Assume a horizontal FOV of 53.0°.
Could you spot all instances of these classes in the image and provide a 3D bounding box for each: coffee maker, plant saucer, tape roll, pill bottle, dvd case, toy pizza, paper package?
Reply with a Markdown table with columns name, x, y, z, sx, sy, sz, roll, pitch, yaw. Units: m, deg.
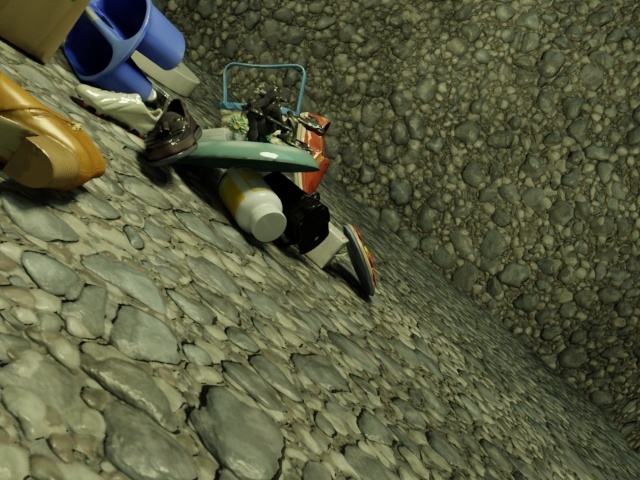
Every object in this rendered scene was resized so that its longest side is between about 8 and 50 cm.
| name | x | y | z | sx | sy | sz | roll | pitch | yaw |
| --- | --- | --- | --- | --- | --- | --- | --- | --- | --- |
| coffee maker | -0.069 | -0.084 | 1.477 | 0.120 | 0.171 | 0.178 | -20 | 47 | -42 |
| plant saucer | -0.158 | -0.188 | 1.446 | 0.318 | 0.043 | 0.317 | 3 | 2 | 0 |
| tape roll | -0.604 | -0.657 | 2.274 | 0.392 | 0.072 | 0.392 | 38 | 10 | -8 |
| pill bottle | -0.144 | -0.078 | 1.368 | 0.103 | 0.103 | 0.184 | 30 | 15 | -44 |
| dvd case | -0.467 | -0.408 | 1.736 | 0.119 | 0.013 | 0.087 | 40 | -27 | -7 |
| toy pizza | 0.106 | 0.047 | 1.653 | 0.201 | 0.032 | 0.201 | 160 | -90 | -84 |
| paper package | -0.586 | -0.587 | 1.342 | 0.168 | 0.325 | 0.309 | 28 | 17 | -48 |

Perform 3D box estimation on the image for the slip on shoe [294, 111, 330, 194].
| name | x | y | z | sx | sy | sz | roll | pitch | yaw |
| --- | --- | --- | --- | --- | --- | --- | --- | --- | --- |
| slip on shoe | -0.024 | -0.221 | 1.911 | 0.101 | 0.331 | 0.123 | 4 | -11 | 3 |

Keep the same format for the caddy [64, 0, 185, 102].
| name | x | y | z | sx | sy | sz | roll | pitch | yaw |
| --- | --- | --- | --- | --- | --- | --- | --- | --- | --- |
| caddy | -0.476 | -0.475 | 1.503 | 0.179 | 0.241 | 0.341 | 38 | 8 | -48 |

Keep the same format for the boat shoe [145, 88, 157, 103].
| name | x | y | z | sx | sy | sz | roll | pitch | yaw |
| --- | --- | --- | --- | --- | --- | --- | --- | --- | --- |
| boat shoe | -0.499 | -0.410 | 1.699 | 0.142 | 0.049 | 0.040 | 37 | -23 | -8 |

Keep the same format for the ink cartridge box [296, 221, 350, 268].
| name | x | y | z | sx | sy | sz | roll | pitch | yaw |
| --- | --- | --- | --- | --- | --- | --- | --- | --- | --- |
| ink cartridge box | 0.000 | 0.000 | 1.591 | 0.143 | 0.090 | 0.092 | 42 | 11 | 7 |

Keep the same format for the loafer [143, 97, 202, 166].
| name | x | y | z | sx | sy | sz | roll | pitch | yaw |
| --- | --- | --- | --- | --- | --- | --- | --- | --- | --- |
| loafer | -0.308 | -0.224 | 1.308 | 0.302 | 0.109 | 0.095 | -102 | 174 | -70 |

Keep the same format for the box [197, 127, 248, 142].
| name | x | y | z | sx | sy | sz | roll | pitch | yaw |
| --- | --- | --- | --- | --- | --- | --- | --- | --- | --- |
| box | -0.263 | -0.236 | 1.562 | 0.145 | 0.038 | 0.186 | -3 | 1 | 16 |

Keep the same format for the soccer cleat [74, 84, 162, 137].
| name | x | y | z | sx | sy | sz | roll | pitch | yaw |
| --- | --- | --- | --- | --- | --- | --- | --- | --- | --- |
| soccer cleat | -0.420 | -0.286 | 1.342 | 0.196 | 0.076 | 0.068 | 27 | 17 | -51 |

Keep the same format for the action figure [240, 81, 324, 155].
| name | x | y | z | sx | sy | sz | roll | pitch | yaw |
| --- | --- | --- | --- | --- | --- | --- | --- | --- | --- |
| action figure | -0.118 | -0.283 | 1.536 | 0.141 | 0.164 | 0.276 | 23 | 4 | 36 |

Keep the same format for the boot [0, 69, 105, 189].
| name | x | y | z | sx | sy | sz | roll | pitch | yaw |
| --- | --- | --- | --- | --- | --- | --- | --- | --- | --- |
| boot | -0.423 | -0.173 | 0.837 | 0.295 | 0.104 | 0.211 | 44 | 4 | -10 |

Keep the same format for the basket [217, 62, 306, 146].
| name | x | y | z | sx | sy | sz | roll | pitch | yaw |
| --- | --- | --- | --- | --- | --- | --- | --- | --- | --- |
| basket | -0.176 | -0.391 | 1.940 | 0.255 | 0.288 | 0.201 | 3 | -5 | 13 |
